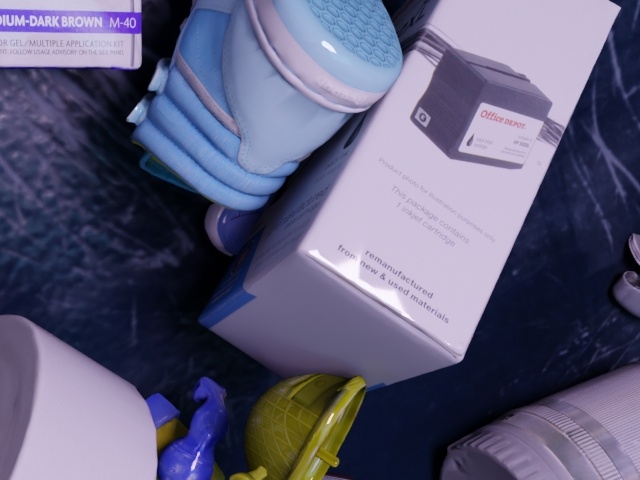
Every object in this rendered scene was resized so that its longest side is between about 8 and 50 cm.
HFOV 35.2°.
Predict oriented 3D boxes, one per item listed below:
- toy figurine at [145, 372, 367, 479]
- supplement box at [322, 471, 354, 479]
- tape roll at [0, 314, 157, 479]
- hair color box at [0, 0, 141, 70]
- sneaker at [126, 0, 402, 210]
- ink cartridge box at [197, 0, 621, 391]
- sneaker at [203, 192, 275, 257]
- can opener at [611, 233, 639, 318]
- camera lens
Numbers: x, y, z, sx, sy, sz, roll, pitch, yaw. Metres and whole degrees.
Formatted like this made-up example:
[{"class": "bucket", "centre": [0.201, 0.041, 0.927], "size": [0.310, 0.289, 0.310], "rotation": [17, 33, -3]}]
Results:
[{"class": "toy figurine", "centre": [-0.126, 0.196, 0.768], "size": [0.191, 0.217, 0.363], "rotation": [-25, 144, -43]}, {"class": "supplement box", "centre": [0.023, 0.289, 0.900], "size": [0.080, 0.188, 0.104], "rotation": [19, 93, -31]}, {"class": "tape roll", "centre": [-0.239, 0.192, 0.670], "size": [0.100, 0.286, 0.286], "rotation": [39, 82, -31]}, {"class": "hair color box", "centre": [-0.219, -0.284, 0.659], "size": [0.185, 0.110, 0.339], "rotation": [-6, 104, -28]}, {"class": "sneaker", "centre": [-0.067, -0.157, 0.730], "size": [0.127, 0.319, 0.208], "rotation": [24, 126, -30]}, {"class": "ink cartridge box", "centre": [0.062, -0.052, 0.751], "size": [0.129, 0.223, 0.308], "rotation": [34, 64, -10]}, {"class": "sneaker", "centre": [0.000, 0.000, 0.874], "size": [0.211, 0.081, 0.080], "rotation": [13, 98, -30]}, {"class": "can opener", "centre": [0.449, 0.051, 1.167], "size": [0.283, 0.076, 0.095], "rotation": [10, 130, -32]}, {"class": "camera lens", "centre": [0.287, 0.256, 1.024], "size": [0.274, 0.219, 0.220], "rotation": [-16, 110, -26]}]
